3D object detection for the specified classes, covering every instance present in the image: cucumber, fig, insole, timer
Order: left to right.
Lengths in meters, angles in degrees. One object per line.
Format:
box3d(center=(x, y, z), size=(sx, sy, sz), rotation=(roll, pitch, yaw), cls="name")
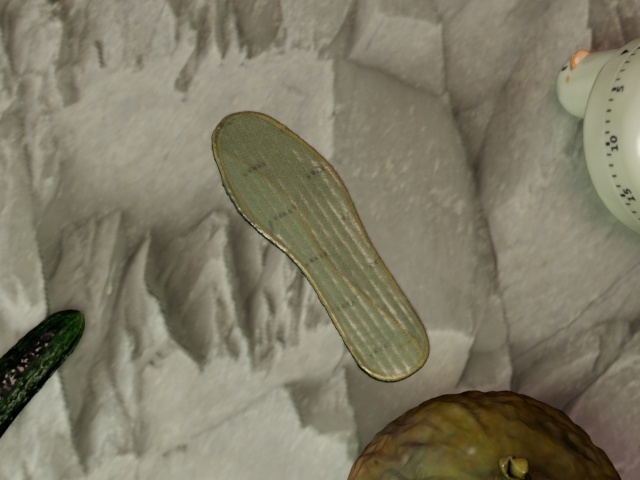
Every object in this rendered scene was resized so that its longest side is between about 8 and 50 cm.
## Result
box3d(center=(-0.305, 0.146, 1.675), size=(0.058, 0.052, 0.215), rotation=(43, 66, -13), cls="cucumber")
box3d(center=(0.000, 0.000, 1.807), size=(0.119, 0.009, 0.348), rotation=(-28, 75, -19), cls="insole")
box3d(center=(0.162, 0.262, 1.543), size=(0.286, 0.369, 0.286), rotation=(0, 75, -1), cls="fig")
box3d(center=(0.380, -0.116, 1.843), size=(0.233, 0.240, 0.233), rotation=(-1, 91, -30), cls="timer")
